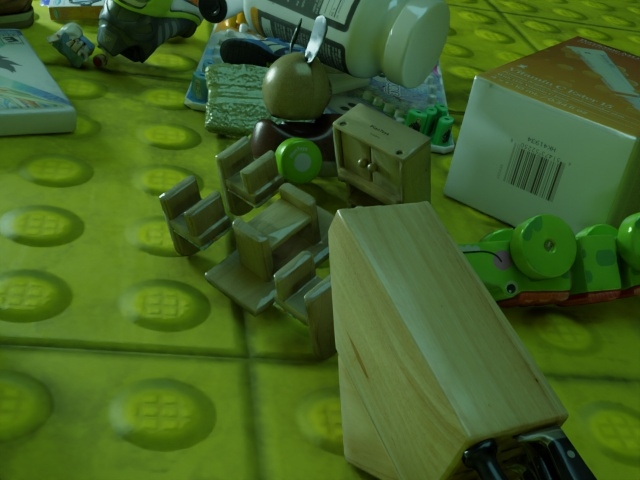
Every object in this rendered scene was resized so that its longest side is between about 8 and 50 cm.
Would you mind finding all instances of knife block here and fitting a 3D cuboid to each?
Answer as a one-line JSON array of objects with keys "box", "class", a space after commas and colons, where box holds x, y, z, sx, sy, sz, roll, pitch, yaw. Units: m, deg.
[{"box": [0.107, 0.111, 0.634, 0.088, 0.276, 0.242, -6, 4, -29], "class": "knife block"}]

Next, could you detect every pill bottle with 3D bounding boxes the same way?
[{"box": [0.038, -0.333, 1.334, 0.278, 0.162, 0.162, 28, 33, 22], "class": "pill bottle"}]

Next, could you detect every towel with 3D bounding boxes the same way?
[{"box": [-0.084, -0.187, 1.237, 0.148, 0.027, 0.110, 3, 70, -12], "class": "towel"}]

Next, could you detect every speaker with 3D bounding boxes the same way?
[{"box": [-0.140, -0.391, 1.462, 0.055, 0.055, 0.136, 21, 34, 16], "class": "speaker"}]

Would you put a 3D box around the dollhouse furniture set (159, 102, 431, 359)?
[{"box": [0.000, 0.000, 0.930, 0.212, 0.161, 0.242, 32, 57, 33], "class": "dollhouse furniture set"}]

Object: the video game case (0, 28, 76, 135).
[{"box": [-0.515, -0.207, 1.162, 0.329, 0.036, 0.300, -7, 34, -30], "class": "video game case"}]

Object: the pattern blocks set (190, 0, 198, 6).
[{"box": [-0.320, -0.488, 1.732, 0.285, 0.026, 0.325, 33, 36, 33], "class": "pattern blocks set"}]

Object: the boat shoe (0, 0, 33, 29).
[{"box": [-0.568, -0.366, 1.351, 0.110, 0.104, 0.307, 27, 33, 26], "class": "boat shoe"}]

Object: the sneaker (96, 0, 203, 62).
[{"box": [-0.271, -0.339, 1.404, 0.111, 0.121, 0.300, 32, 12, 6], "class": "sneaker"}]

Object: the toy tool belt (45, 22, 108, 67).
[{"box": [-0.358, -0.277, 1.332, 0.083, 0.052, 0.051, 40, 38, -6], "class": "toy tool belt"}]

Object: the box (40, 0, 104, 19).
[{"box": [-0.396, -0.397, 1.520, 0.136, 0.028, 0.081, -4, 39, -3], "class": "box"}]

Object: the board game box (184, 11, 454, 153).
[{"box": [0.011, -0.278, 1.436, 0.390, 0.050, 0.390, 10, 33, -3], "class": "board game box"}]

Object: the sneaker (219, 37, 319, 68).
[{"box": [-0.075, -0.259, 1.287, 0.144, 0.053, 0.059, 8, 33, -22], "class": "sneaker"}]

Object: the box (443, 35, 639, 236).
[{"box": [0.352, -0.139, 1.219, 0.215, 0.168, 0.345, 27, 32, 26], "class": "box"}]

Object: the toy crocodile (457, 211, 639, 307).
[{"box": [0.272, 0.030, 0.973, 0.340, 0.105, 0.115, -2, -8, -21], "class": "toy crocodile"}]

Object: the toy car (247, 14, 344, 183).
[{"box": [-0.011, -0.169, 1.078, 0.149, 0.188, 0.155, -2, 11, -22], "class": "toy car"}]
